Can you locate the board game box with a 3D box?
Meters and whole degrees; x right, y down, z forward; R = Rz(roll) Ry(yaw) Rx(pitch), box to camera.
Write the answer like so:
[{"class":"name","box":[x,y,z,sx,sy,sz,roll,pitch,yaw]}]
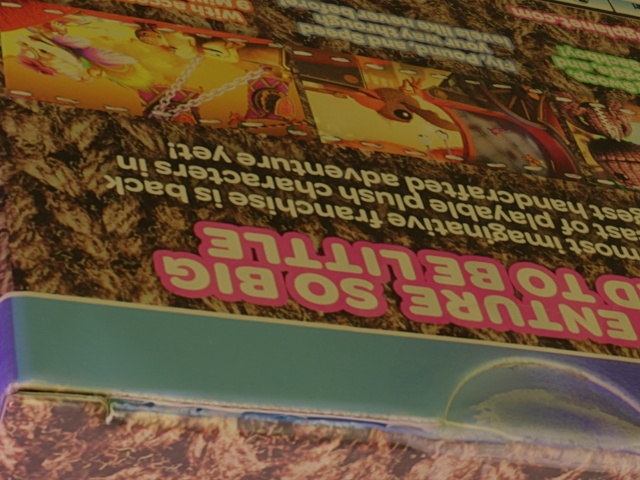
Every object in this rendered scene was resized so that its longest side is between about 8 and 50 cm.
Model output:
[{"class":"board game box","box":[0.000,0.000,0.493,0.232,0.291,0.141,8,128,-20]}]
